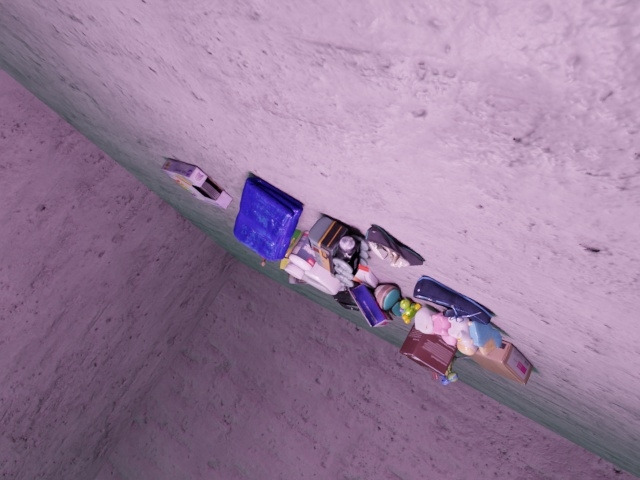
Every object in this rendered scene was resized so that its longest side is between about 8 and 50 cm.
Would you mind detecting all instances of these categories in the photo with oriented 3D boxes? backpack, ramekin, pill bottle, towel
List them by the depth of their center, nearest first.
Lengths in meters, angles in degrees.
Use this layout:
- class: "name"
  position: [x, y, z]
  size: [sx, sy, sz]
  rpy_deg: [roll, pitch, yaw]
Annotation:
- class: "towel"
  position: [-0.201, -0.063, 1.507]
  size: [0.228, 0.076, 0.308]
  rpy_deg: [30, 138, 3]
- class: "pill bottle"
  position: [-0.064, 0.062, 1.709]
  size: [0.108, 0.180, 0.108]
  rpy_deg: [30, 167, 8]
- class: "ramekin"
  position: [-0.004, 0.134, 1.932]
  size: [0.278, 0.135, 0.277]
  rpy_deg: [30, 166, 8]
- class: "backpack"
  position: [0.147, 0.269, 2.108]
  size: [0.182, 0.115, 0.151]
  rpy_deg: [-9, 120, 53]

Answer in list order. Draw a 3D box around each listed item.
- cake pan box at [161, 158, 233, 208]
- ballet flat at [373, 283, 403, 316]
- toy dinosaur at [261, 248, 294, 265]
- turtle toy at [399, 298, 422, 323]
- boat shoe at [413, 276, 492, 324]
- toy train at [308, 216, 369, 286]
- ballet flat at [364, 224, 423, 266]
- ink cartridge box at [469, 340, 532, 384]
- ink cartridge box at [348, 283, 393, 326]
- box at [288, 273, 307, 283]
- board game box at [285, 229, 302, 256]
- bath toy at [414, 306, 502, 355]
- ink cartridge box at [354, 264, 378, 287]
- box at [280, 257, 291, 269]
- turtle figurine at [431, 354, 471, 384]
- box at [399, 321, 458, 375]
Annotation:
- class: "cake pan box"
  position: [-0.555, -0.255, 1.902]
  size: [0.267, 0.070, 0.246]
  rpy_deg: [20, 164, 39]
- class: "ballet flat"
  position: [0.283, 0.248, 1.794]
  size: [0.106, 0.107, 0.316]
  rpy_deg: [39, 172, 32]
- class: "toy dinosaur"
  position: [-0.255, 0.020, 2.141]
  size: [0.296, 0.127, 0.200]
  rpy_deg: [42, -156, 25]
- class: "turtle toy"
  position: [0.375, 0.291, 1.784]
  size: [0.066, 0.095, 0.130]
  rpy_deg: [49, 178, 36]
- class: "boat shoe"
  position: [0.424, 0.216, 1.379]
  size: [0.259, 0.088, 0.109]
  rpy_deg: [28, 166, 16]
- class: "toy train"
  position: [0.061, 0.045, 1.466]
  size: [0.190, 0.142, 0.334]
  rpy_deg: [32, 165, 16]
- class: "ballet flat"
  position: [0.212, 0.036, 1.243]
  size: [0.203, 0.074, 0.074]
  rpy_deg: [35, 166, -14]
- class: "ink cartridge box"
  position: [0.693, 0.458, 1.660]
  size: [0.235, 0.088, 0.193]
  rpy_deg: [41, 162, -33]
- class: "ink cartridge box"
  position: [0.224, 0.284, 1.817]
  size: [0.175, 0.069, 0.371]
  rpy_deg: [58, -170, 18]
- class: "box"
  position: [-0.036, 0.195, 2.163]
  size: [0.231, 0.056, 0.183]
  rpy_deg: [3, 175, -16]
- class: "board game box"
  position: [-0.182, -0.005, 1.848]
  size: [0.039, 0.124, 0.260]
  rpy_deg: [40, 165, -35]
- class: "bath toy"
  position: [0.500, 0.333, 1.577]
  size: [0.129, 0.151, 0.348]
  rpy_deg: [-1, -179, -24]
- class: "ink cartridge box"
  position: [0.150, 0.130, 1.767]
  size: [0.146, 0.045, 0.179]
  rpy_deg: [18, 164, 37]
- class: "box"
  position: [-0.110, 0.126, 2.119]
  size: [0.088, 0.058, 0.232]
  rpy_deg: [9, 177, 23]
- class: "turtle figurine"
  position: [0.626, 0.539, 2.077]
  size: [0.266, 0.274, 0.198]
  rpy_deg: [47, -162, 28]
- class: "box"
  position: [0.485, 0.449, 1.840]
  size: [0.167, 0.203, 0.168]
  rpy_deg: [32, 167, -4]
